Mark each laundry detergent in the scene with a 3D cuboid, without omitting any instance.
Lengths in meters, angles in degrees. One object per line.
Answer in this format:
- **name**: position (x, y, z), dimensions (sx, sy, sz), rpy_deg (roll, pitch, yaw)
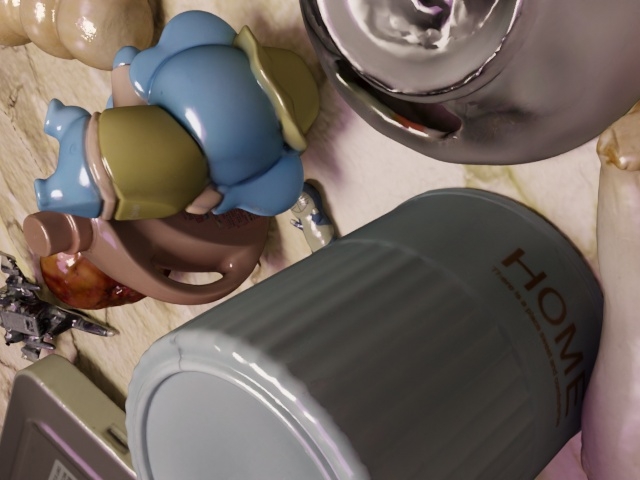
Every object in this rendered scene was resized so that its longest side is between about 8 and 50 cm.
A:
- **laundry detergent**: position (-0.159, -0.007, 0.796), dimensions (0.076, 0.237, 0.171), rpy_deg (-41, 81, 42)

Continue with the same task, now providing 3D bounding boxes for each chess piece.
- **chess piece**: position (-0.300, -0.266, 0.892), dimensions (0.261, 0.143, 0.142), rpy_deg (25, 122, 28)

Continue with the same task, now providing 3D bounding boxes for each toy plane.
- **toy plane**: position (-0.409, 0.112, 1.167), dimensions (0.262, 0.088, 0.192), rpy_deg (16, 122, 35)

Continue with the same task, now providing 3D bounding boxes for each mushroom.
- **mushroom**: position (0.238, 0.069, 0.567), dimensions (0.097, 0.109, 0.351), rpy_deg (18, 121, 52)

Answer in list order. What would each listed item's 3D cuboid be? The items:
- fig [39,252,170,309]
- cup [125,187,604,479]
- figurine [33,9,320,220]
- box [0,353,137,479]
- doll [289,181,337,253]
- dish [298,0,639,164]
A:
- **fig**: position (-0.261, -0.034, 0.947), dimensions (0.160, 0.143, 0.230), rpy_deg (-17, 89, 13)
- **cup**: position (0.040, 0.154, 0.635), dimensions (0.257, 0.311, 0.331), rpy_deg (22, 121, 34)
- **figurine**: position (-0.127, -0.108, 0.718), dimensions (0.153, 0.262, 0.180), rpy_deg (105, 149, -50)
- **box**: position (-0.339, 0.397, 1.203), dimensions (0.373, 0.090, 0.367), rpy_deg (39, 130, 15)
- **doll**: position (0.000, 0.000, 0.804), dimensions (0.037, 0.027, 0.125), rpy_deg (-21, 93, 37)
- **dish**: position (0.088, -0.199, 0.577), dimensions (0.324, 0.124, 0.324), rpy_deg (17, 118, 36)
